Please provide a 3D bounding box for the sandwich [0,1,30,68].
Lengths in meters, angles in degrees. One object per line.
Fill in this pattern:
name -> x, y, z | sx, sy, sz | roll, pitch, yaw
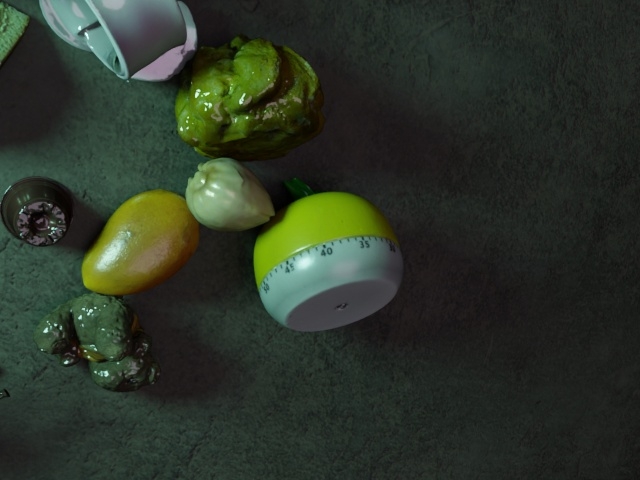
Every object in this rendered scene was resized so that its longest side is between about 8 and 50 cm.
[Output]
sandwich -> -0.502, -0.228, 0.908 | 0.094, 0.096, 0.258 | 34, 84, -27

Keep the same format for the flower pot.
flower pot -> -0.422, -0.036, 1.009 | 0.111, 0.089, 0.111 | -9, 108, -27

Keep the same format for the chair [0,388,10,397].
chair -> -0.637, 0.241, 0.925 | 0.326, 0.175, 0.183 | -38, 129, -21

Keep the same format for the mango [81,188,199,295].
mango -> -0.292, 0.008, 1.089 | 0.217, 0.102, 0.141 | -37, 113, -18

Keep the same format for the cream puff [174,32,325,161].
cream puff -> -0.112, -0.215, 1.048 | 0.244, 0.196, 0.244 | -14, 148, -9

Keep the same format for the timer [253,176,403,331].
timer -> 0.000, 0.000, 1.196 | 0.285, 0.285, 0.286 | -9, 109, -27

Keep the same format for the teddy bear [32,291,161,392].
teddy bear -> -0.347, 0.175, 1.101 | 0.176, 0.140, 0.190 | -3, 124, 15

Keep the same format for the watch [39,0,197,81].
watch -> -0.263, -0.329, 0.929 | 0.196, 0.231, 0.244 | -41, 117, -16

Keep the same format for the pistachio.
pistachio -> -0.145, -0.066, 1.100 | 0.117, 0.145, 0.200 | -54, 167, -1
